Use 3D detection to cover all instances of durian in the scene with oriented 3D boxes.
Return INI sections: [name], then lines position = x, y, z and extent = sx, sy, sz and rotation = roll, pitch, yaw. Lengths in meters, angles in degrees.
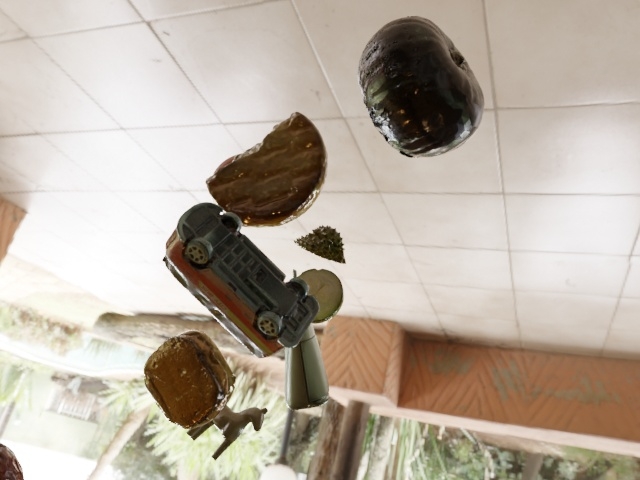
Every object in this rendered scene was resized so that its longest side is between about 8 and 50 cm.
[durian]
position = 0.002, -0.003, 1.765
extent = 0.186, 0.108, 0.119
rotation = 22, 179, 24

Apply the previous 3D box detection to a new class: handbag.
[handbag]
position = -0.061, 0.229, 1.292
extent = 0.109, 0.316, 0.241
rotation = -13, -179, -6

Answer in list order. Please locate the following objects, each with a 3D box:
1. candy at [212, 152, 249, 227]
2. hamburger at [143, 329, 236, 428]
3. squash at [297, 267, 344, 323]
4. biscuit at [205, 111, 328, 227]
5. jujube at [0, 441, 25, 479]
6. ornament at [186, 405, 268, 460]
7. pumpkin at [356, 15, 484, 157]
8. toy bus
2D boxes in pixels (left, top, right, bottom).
[candy]
position = -0.211, -0.160, 1.674
extent = 0.255, 0.255, 0.094
rotation = 12, 150, 4
[hamburger]
position = -0.432, 0.463, 1.804
extent = 0.284, 0.305, 0.174
rotation = -39, 171, 27
[squash]
position = -0.019, 0.208, 2.017
extent = 0.219, 0.219, 0.041
rotation = 8, 151, 13
[biscuit]
position = -0.104, -0.133, 1.159
extent = 0.274, 0.213, 0.091
rotation = -29, 163, 1
[jujube]
position = -0.741, 0.566, 1.183
extent = 0.174, 0.251, 0.174
rotation = -18, -177, 1
[ornament]
position = -0.321, 0.653, 1.910
extent = 0.230, 0.245, 0.061
rotation = 22, 148, 43
[pumpkin]
position = 0.163, -0.246, 0.875
extent = 0.163, 0.233, 0.233
rotation = -27, 137, 31
[toy bus]
position = -0.136, 0.067, 0.868
extent = 0.265, 0.121, 0.120
rotation = 45, 129, -5
